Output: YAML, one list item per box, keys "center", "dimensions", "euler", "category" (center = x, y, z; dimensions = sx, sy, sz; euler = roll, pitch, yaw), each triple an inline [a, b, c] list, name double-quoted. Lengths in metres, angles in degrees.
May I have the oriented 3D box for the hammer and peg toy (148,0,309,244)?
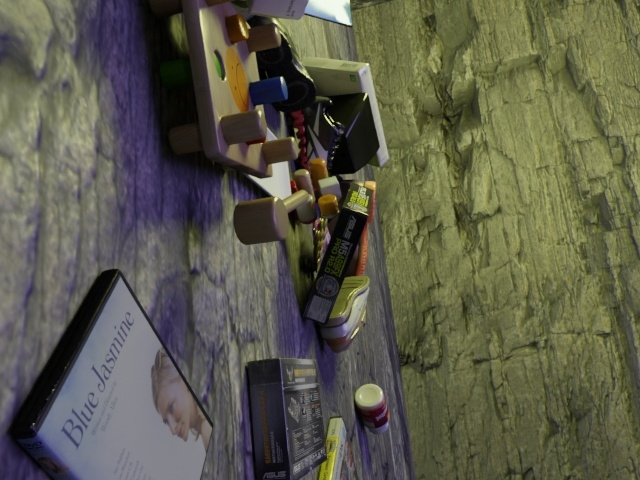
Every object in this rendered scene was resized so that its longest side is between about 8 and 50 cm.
- center: [-0.120, -0.171, 0.812]
  dimensions: [0.266, 0.127, 0.361]
  euler: [-4, 85, -80]
  category: "hammer and peg toy"

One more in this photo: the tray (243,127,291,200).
- center: [-0.109, -0.150, 1.077]
  dimensions: [0.270, 0.030, 0.145]
  euler: [37, 45, -73]
  category: "tray"

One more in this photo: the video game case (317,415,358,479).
- center: [0.049, 0.571, 1.233]
  dimensions: [0.248, 0.035, 0.275]
  euler: [-67, 145, -69]
  category: "video game case"

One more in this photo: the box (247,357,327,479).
- center: [-0.050, 0.289, 0.937]
  dimensions: [0.231, 0.056, 0.183]
  euler: [41, 40, -72]
  category: "box"

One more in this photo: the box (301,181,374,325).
- center: [0.043, 0.024, 1.269]
  dimensions: [0.216, 0.060, 0.270]
  euler: [-65, 175, -70]
  category: "box"

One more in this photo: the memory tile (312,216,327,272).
- center: [0.000, 0.000, 1.369]
  dimensions: [0.148, 0.012, 0.113]
  euler: [93, 12, -52]
  category: "memory tile"

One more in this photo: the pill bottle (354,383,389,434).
- center: [0.157, 0.502, 1.674]
  dimensions: [0.086, 0.086, 0.152]
  euler: [-85, 161, -51]
  category: "pill bottle"

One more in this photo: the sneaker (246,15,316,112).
- center: [-0.083, -0.395, 1.236]
  dimensions: [0.286, 0.109, 0.130]
  euler: [63, 15, -61]
  category: "sneaker"

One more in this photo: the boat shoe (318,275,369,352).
- center: [0.062, 0.181, 1.455]
  dimensions: [0.302, 0.113, 0.103]
  euler: [-44, 125, -63]
  category: "boat shoe"

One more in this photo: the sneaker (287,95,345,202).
- center: [0.003, -0.235, 1.426]
  dimensions: [0.097, 0.135, 0.276]
  euler: [-56, 136, -76]
  category: "sneaker"

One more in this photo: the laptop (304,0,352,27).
- center: [0.008, -0.758, 1.282]
  dimensions: [0.382, 0.408, 0.236]
  euler: [-10, 58, -49]
  category: "laptop"

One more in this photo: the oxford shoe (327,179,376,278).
- center: [0.074, 0.003, 1.642]
  dimensions: [0.130, 0.132, 0.364]
  euler: [-42, 140, -85]
  category: "oxford shoe"

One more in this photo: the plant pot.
- center: [0.046, -0.281, 1.583]
  dimensions: [0.167, 0.188, 0.187]
  euler: [-70, 151, -43]
  category: "plant pot"

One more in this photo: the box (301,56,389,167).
- center: [0.074, -0.383, 1.697]
  dimensions: [0.058, 0.232, 0.322]
  euler: [-43, 135, -28]
  category: "box"

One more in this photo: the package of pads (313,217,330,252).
- center: [0.006, -0.013, 1.507]
  dimensions: [0.050, 0.032, 0.083]
  euler: [-87, 163, -55]
  category: "package of pads"

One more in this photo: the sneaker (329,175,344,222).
- center: [0.068, -0.094, 1.746]
  dimensions: [0.118, 0.083, 0.222]
  euler: [-28, 110, -82]
  category: "sneaker"

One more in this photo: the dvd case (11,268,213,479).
- center: [-0.172, 0.177, 0.535]
  dimensions: [0.180, 0.022, 0.253]
  euler: [-84, 160, -53]
  category: "dvd case"

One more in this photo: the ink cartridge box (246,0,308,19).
- center: [-0.076, -0.485, 0.893]
  dimensions: [0.160, 0.092, 0.219]
  euler: [121, -42, -50]
  category: "ink cartridge box"

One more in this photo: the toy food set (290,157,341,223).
- center: [-0.011, -0.086, 1.267]
  dimensions: [0.232, 0.111, 0.104]
  euler: [-111, -174, -58]
  category: "toy food set"

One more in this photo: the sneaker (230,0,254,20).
- center: [-0.152, -0.481, 1.033]
  dimensions: [0.129, 0.111, 0.297]
  euler: [52, 23, -31]
  category: "sneaker"
